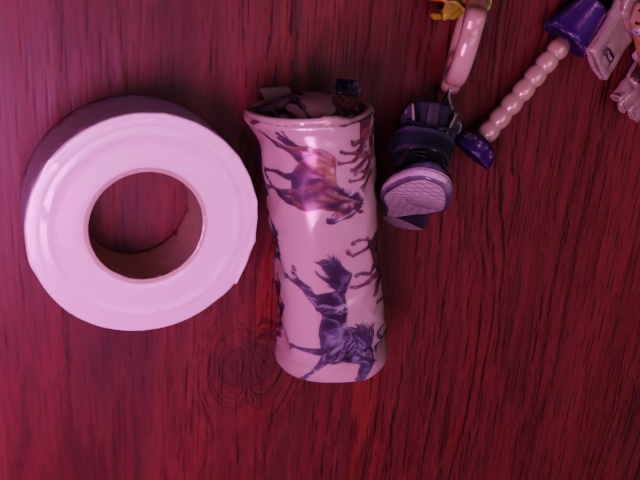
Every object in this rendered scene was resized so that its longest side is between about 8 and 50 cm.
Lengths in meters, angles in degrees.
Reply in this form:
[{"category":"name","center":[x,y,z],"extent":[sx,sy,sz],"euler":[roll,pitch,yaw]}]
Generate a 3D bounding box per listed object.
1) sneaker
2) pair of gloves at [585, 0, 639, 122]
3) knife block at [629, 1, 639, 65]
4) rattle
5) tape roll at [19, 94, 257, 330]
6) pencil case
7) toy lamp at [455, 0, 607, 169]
[{"category":"sneaker","center":[0.133,-0.113,1.083],"extent":[0.086,0.226,0.163],"euler":[16,81,-1]},{"category":"pair of gloves","center":[0.477,-0.301,1.251],"extent":[0.240,0.042,0.204],"euler":[29,93,-47]},{"category":"knife block","center":[0.578,-0.305,1.245],"extent":[0.242,0.088,0.276],"euler":[-49,137,-9]},{"category":"rattle","center":[0.146,-0.247,1.145],"extent":[0.142,0.130,0.200],"euler":[3,137,-12]},{"category":"tape roll","center":[-0.224,-0.032,1.062],"extent":[0.286,0.100,0.286],"euler":[-8,114,-20]},{"category":"pencil case","center":[0.000,0.000,1.126],"extent":[0.159,0.183,0.410],"euler":[-10,118,-9]},{"category":"toy lamp","center":[0.300,-0.230,1.211],"extent":[0.080,0.080,0.275],"euler":[39,94,-31]}]
